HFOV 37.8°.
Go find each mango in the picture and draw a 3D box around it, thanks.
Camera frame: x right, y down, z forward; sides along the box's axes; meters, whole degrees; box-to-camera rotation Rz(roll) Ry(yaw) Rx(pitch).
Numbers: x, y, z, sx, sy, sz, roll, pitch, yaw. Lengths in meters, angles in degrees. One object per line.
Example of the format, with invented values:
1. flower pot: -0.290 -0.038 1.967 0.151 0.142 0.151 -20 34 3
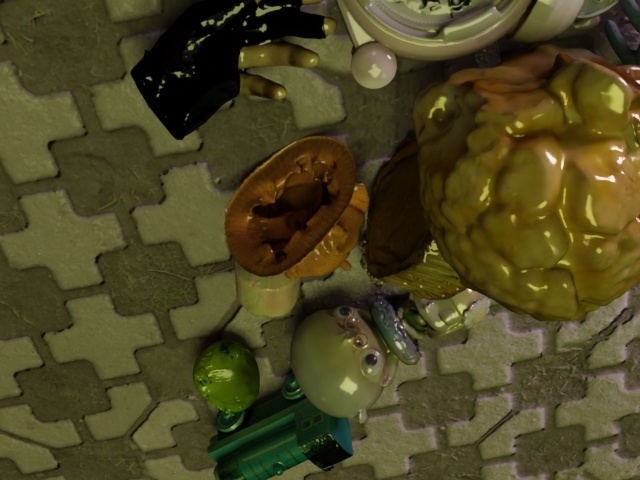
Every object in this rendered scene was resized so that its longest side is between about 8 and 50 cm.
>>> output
1. mango: -0.174 0.257 1.757 0.119 0.100 0.178 -19 134 -2

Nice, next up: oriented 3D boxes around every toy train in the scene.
1. toy train: -0.082 0.378 1.806 0.298 0.194 0.120 -29 128 16

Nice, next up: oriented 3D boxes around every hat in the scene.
1. hat: 0.000 0.000 1.524 0.233 0.244 0.233 -20 142 18

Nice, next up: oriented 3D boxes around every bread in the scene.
1. bread: 0.176 -0.037 1.471 0.142 0.253 0.227 24 149 -21

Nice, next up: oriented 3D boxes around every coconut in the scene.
1. coconut: -0.090 0.059 1.602 0.116 0.116 0.122 0 134 -8

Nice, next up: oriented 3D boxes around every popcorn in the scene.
1. popcorn: 0.289 -0.070 1.217 0.344 0.354 0.390 18 158 33

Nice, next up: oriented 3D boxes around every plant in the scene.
1. plant: 0.125 0.037 1.613 0.104 0.122 0.116 -18 123 -8

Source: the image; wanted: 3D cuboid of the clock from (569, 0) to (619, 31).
1. clock: 0.378 -0.387 1.340 0.151 0.062 0.191 7 128 -13

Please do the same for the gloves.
1. gloves: -0.122 -0.275 1.308 0.301 0.152 0.197 -20 150 0

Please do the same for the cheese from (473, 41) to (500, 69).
1. cheese: 0.236 -0.321 1.381 0.127 0.054 0.251 -17 129 10

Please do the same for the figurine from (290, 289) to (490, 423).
1. figurine: 0.143 0.170 1.710 0.394 0.227 0.274 -33 157 5

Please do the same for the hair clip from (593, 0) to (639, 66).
1. hair clip: 0.543 -0.295 1.268 0.238 0.392 0.318 -2 146 -8

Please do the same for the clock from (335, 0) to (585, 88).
1. clock: 0.154 -0.385 1.203 0.325 0.184 0.342 -21 109 11
